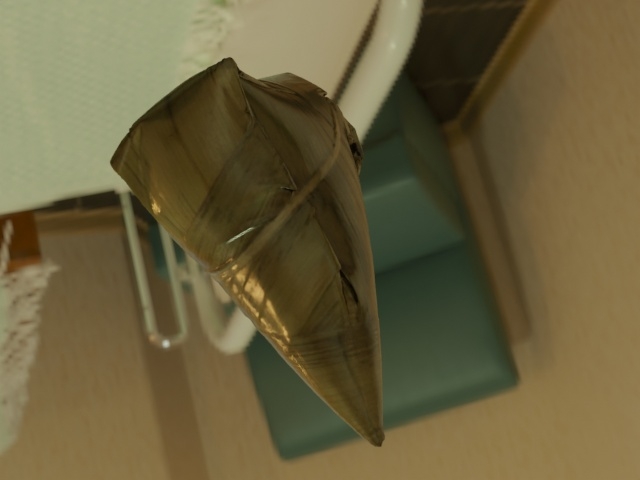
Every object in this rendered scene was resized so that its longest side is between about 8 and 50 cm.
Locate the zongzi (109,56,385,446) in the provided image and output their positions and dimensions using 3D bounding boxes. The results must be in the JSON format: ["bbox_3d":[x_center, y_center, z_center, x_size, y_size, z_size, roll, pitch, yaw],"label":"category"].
[{"bbox_3d":[0.000,0.000,0.772,0.094,0.204,0.205,-36,178,15],"label":"zongzi"}]
